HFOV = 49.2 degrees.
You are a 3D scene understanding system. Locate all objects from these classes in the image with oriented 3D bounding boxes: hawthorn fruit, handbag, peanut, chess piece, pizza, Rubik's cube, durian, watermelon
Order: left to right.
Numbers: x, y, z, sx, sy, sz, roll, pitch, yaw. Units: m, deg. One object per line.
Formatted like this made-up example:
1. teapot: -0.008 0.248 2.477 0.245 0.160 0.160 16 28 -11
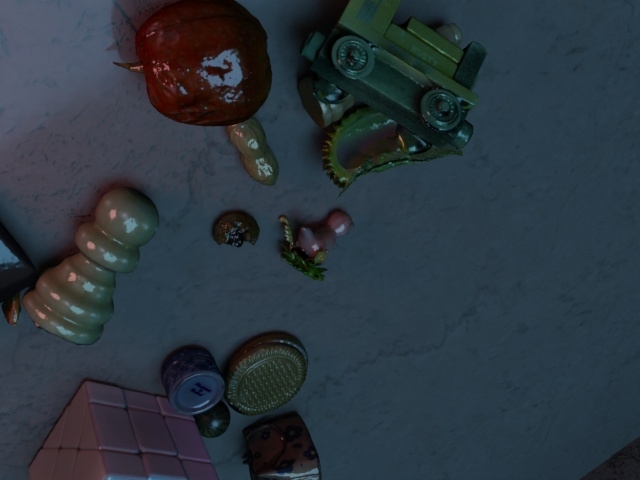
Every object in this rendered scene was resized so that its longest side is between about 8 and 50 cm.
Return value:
1. pizza: -0.648 0.121 1.485 0.029 0.100 0.099 6 100 -38
2. chess piece: -0.465 0.040 1.483 0.182 0.182 0.330 31 97 -39
3. Rubik's cube: -0.487 0.585 1.715 0.316 0.319 0.322 25 106 -39
4. hawthorn fruit: -0.214 -0.331 1.320 0.262 0.258 0.258 -24 130 -35
5. watermelon: -0.295 0.483 1.902 0.105 0.105 0.133 -33 167 -6
6. peanut: -0.145 -0.199 1.549 0.082 0.082 0.187 -30 129 -9
7. handbag: -0.115 0.640 2.010 0.193 0.251 0.190 -6 116 -14
8. chess piece: 0.146 -0.391 1.574 0.397 0.117 0.117 -29 129 -13
9. durian: 0.156 -0.227 1.639 0.352 0.169 0.158 -16 127 -18

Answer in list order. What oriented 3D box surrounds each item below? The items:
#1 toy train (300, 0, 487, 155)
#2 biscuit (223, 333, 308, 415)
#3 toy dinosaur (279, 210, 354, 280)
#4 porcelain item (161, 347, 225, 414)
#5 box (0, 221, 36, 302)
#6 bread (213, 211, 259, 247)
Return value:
1. toy train: 0.163 -0.355 1.445 0.397 0.160 0.253 30 70 -8
2. biscuit: -0.148 0.370 1.917 0.259 0.079 0.259 -14 126 -21
3. toy dinosaur: 0.003 0.003 1.729 0.194 0.152 0.177 22 99 -44
4. porcelain item: -0.327 0.356 1.786 0.147 0.114 0.147 -14 127 -19
5. box: -0.751 0.039 1.359 0.290 0.073 0.289 -32 123 -8
6. bread: -0.194 -0.025 1.650 0.113 0.060 0.082 -2 123 -26
